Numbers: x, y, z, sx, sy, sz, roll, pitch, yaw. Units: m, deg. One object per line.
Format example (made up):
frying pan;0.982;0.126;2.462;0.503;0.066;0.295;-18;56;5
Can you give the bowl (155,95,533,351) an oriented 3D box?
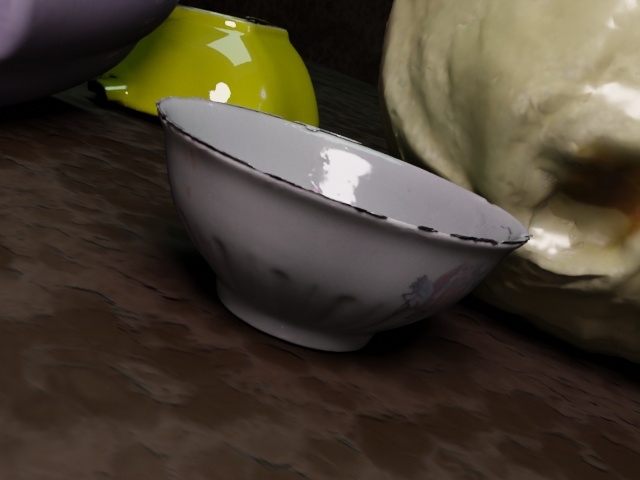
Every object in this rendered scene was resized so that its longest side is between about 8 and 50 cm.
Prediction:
bowl;0.000;0.000;0.401;0.189;0.086;0.189;18;14;-5

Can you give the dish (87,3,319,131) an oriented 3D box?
dish;-0.109;-0.185;0.849;0.221;0.108;0.262;15;14;9

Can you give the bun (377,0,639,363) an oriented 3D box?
bun;0.188;-0.062;0.478;0.364;0.364;0.202;25;48;18

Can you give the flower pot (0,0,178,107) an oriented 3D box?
flower pot;-0.246;-0.213;0.556;0.265;0.265;0.243;20;24;-3
